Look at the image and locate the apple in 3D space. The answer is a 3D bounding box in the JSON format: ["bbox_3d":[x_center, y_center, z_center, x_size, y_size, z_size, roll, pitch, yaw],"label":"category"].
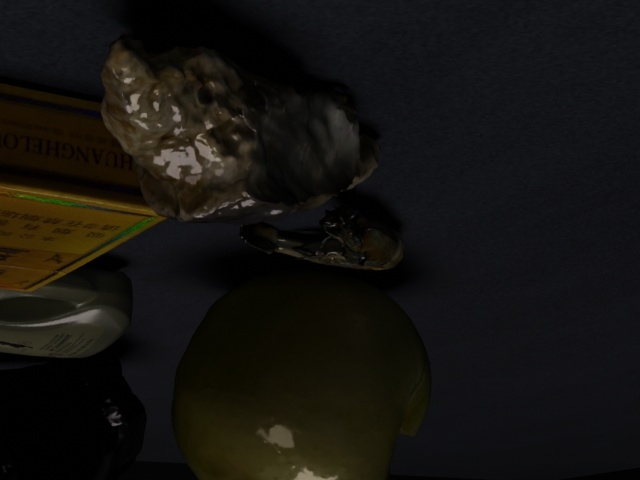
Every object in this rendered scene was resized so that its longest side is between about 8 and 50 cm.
[{"bbox_3d":[-0.020,0.171,1.461,0.254,0.292,0.292,22,167,10],"label":"apple"}]

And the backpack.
[{"bbox_3d":[-0.422,0.282,1.765,0.363,0.255,0.446,-10,-167,2],"label":"backpack"}]

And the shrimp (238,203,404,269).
[{"bbox_3d":[0.000,0.000,1.285,0.150,0.051,0.217,4,169,12],"label":"shrimp"}]

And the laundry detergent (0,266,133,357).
[{"bbox_3d":[-0.337,0.062,1.419,0.253,0.091,0.181,12,159,-35],"label":"laundry detergent"}]

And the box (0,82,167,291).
[{"bbox_3d":[-0.266,-0.035,1.085,0.193,0.084,0.301,10,162,-31],"label":"box"}]

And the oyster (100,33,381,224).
[{"bbox_3d":[-0.060,-0.063,0.936,0.166,0.110,0.341,3,178,10],"label":"oyster"}]
